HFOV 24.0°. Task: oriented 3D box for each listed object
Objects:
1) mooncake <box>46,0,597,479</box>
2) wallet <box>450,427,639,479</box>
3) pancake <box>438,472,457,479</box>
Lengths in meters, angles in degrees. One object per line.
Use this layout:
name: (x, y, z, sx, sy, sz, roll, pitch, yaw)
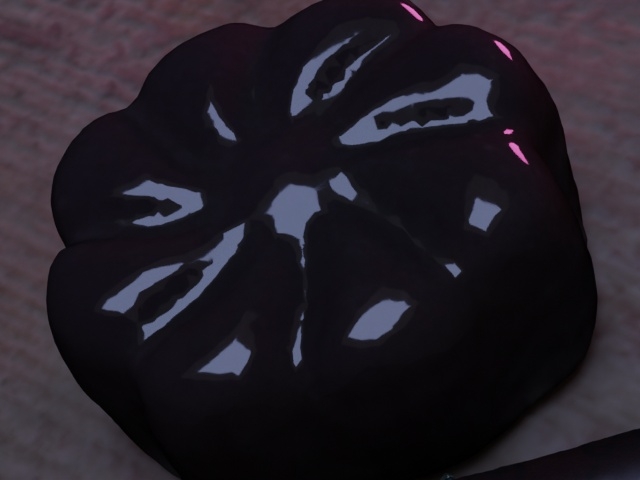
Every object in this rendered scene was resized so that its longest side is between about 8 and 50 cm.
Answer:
mooncake: (0.000, 0.000, 0.837, 0.306, 0.154, 0.306, -8, 57, 13)
wallet: (0.143, 0.180, 0.712, 0.229, 0.049, 0.182, -17, 64, 0)
pancake: (0.085, 0.173, 0.767, 0.129, 0.023, 0.116, -3, 59, 15)
